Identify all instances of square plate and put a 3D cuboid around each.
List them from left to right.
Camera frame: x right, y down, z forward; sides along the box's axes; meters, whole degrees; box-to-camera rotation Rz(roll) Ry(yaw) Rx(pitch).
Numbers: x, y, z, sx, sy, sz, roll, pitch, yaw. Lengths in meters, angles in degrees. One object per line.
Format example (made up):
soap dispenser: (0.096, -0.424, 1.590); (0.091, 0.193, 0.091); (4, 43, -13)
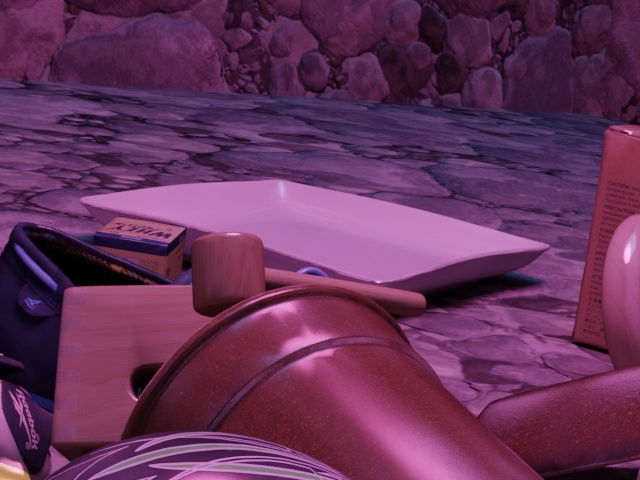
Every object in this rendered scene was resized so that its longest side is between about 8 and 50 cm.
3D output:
square plate: (0.000, 0.000, 1.569); (0.344, 0.049, 0.347); (15, 13, 31)

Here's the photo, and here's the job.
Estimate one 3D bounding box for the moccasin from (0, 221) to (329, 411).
moccasin: (-0.080, 0.067, 0.985); (0.342, 0.117, 0.138); (13, 12, 24)

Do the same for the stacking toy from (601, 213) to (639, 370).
stacking toy: (0.386, 0.041, 1.197); (0.330, 0.141, 0.141); (-3, 4, 29)

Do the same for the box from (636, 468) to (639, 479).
box: (0.204, 0.159, 0.762); (0.101, 0.102, 0.087); (-4, 19, -45)

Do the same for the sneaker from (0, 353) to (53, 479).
sneaker: (-0.178, 0.077, 0.789); (0.153, 0.094, 0.235); (10, -32, -37)

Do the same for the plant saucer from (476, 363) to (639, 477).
plant saucer: (0.218, 0.089, 0.918); (0.310, 0.050, 0.310); (-12, -9, -2)

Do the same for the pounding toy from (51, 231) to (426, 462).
pounding toy: (-0.038, 0.073, 0.795); (0.181, 0.094, 0.206); (-1, -20, 6)

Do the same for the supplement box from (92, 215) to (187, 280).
supplement box: (-0.140, 0.032, 1.211); (0.056, 0.083, 0.083); (9, 11, 4)

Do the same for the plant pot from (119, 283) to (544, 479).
plant pot: (0.022, 0.126, 0.684); (0.167, 0.167, 0.165); (0, 21, -36)

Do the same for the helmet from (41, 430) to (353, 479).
helmet: (-0.034, 0.142, 0.516); (0.169, 0.161, 0.169); (8, 11, -1)

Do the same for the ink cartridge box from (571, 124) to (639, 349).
ink cartridge box: (0.345, 0.018, 1.345); (0.234, 0.193, 0.088); (16, 13, 33)

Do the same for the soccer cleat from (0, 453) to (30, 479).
soccer cleat: (-0.210, 0.143, 0.660); (0.289, 0.093, 0.121); (12, 41, -4)
